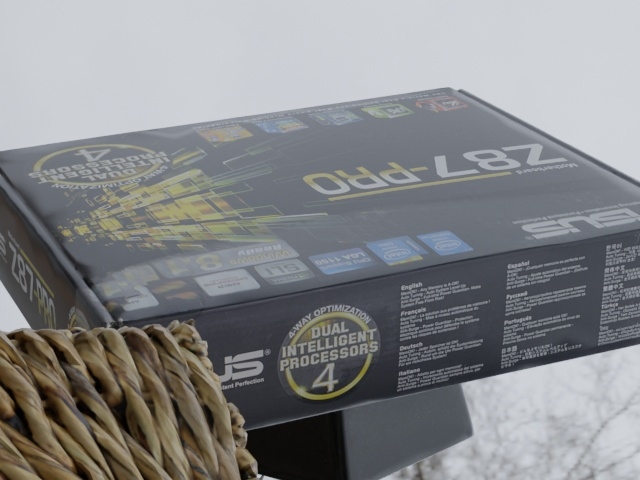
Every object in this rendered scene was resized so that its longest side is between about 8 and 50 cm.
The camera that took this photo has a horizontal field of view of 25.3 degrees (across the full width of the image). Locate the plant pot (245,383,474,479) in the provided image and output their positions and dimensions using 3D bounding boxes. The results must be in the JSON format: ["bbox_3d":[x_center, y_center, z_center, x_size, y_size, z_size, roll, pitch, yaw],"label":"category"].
[{"bbox_3d":[0.013,0.116,1.334,0.187,0.188,0.167,6,-76,45],"label":"plant pot"}]

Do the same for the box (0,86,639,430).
[{"bbox_3d":[0.000,0.000,0.954,0.318,0.395,0.097,-137,-137,-57],"label":"box"}]

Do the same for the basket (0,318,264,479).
[{"bbox_3d":[-0.180,0.191,0.649,0.299,0.223,0.213,-42,-120,34],"label":"basket"}]
